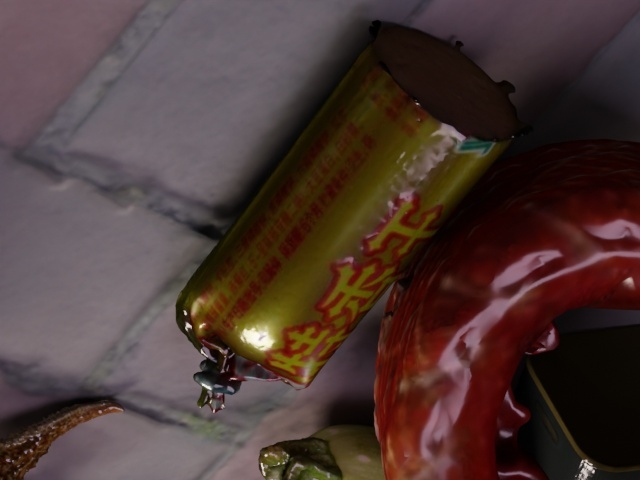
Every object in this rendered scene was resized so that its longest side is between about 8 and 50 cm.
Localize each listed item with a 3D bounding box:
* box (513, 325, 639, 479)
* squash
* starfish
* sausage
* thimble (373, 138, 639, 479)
[{"bbox_3d":[0.263,0.152,1.652,0.201,0.144,0.090,-6,137,-26],"label":"box"},{"bbox_3d":[0.058,0.195,1.623,0.287,0.137,0.137,27,115,-28],"label":"squash"},{"bbox_3d":[-0.251,0.183,1.464,0.238,0.057,0.213,-36,123,-1],"label":"starfish"},{"bbox_3d":[-0.002,0.000,1.382,0.125,0.117,0.317,23,116,-33],"label":"sausage"},{"bbox_3d":[0.198,0.109,1.417,0.350,0.230,0.350,-1,100,-4],"label":"thimble"}]
